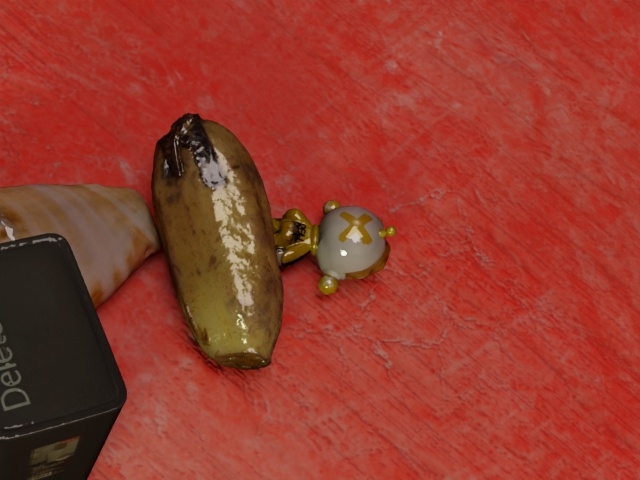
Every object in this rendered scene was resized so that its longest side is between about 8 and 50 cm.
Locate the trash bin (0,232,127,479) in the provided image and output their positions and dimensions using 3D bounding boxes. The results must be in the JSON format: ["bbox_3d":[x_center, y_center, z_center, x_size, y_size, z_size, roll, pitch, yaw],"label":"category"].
[{"bbox_3d":[-0.253,0.128,1.336,0.115,0.225,0.165,-14,64,-24],"label":"trash bin"}]

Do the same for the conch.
[{"bbox_3d":[-0.259,0.001,1.474,0.255,0.127,0.158,-32,72,-31],"label":"conch"}]

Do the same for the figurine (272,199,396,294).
[{"bbox_3d":[-0.001,-0.004,1.597,0.143,0.068,0.101,23,59,14],"label":"figurine"}]

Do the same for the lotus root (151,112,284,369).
[{"bbox_3d":[-0.099,0.002,1.539,0.110,0.097,0.258,-19,73,21],"label":"lotus root"}]
